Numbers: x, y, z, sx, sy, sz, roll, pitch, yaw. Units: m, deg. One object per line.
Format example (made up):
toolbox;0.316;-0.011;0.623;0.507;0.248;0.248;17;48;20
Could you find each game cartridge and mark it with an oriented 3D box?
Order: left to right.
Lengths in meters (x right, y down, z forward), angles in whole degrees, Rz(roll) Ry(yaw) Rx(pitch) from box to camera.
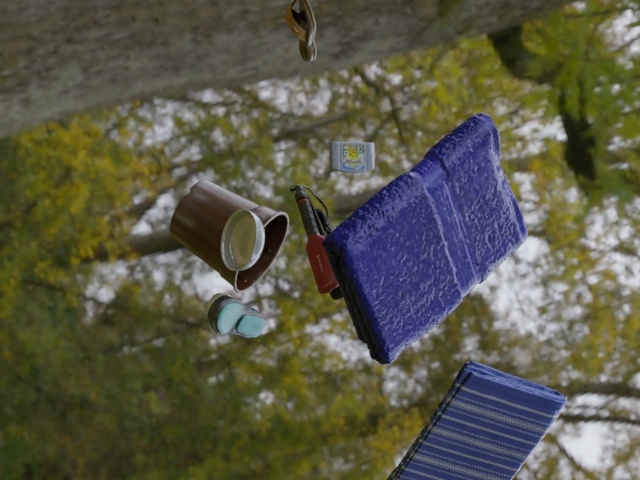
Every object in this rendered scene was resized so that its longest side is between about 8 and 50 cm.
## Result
game cartridge;0.057;-0.149;2.109;0.017;0.083;0.056;-175;-96;-75

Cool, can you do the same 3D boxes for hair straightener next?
hair straightener;0.000;0.000;1.923;0.089;0.047;0.230;30;29;-52

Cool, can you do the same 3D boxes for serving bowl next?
serving bowl;-0.099;0.001;1.564;0.083;0.027;0.083;-19;-115;48

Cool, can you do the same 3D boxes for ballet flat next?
ballet flat;-0.164;0.131;2.080;0.074;0.074;0.203;65;12;20

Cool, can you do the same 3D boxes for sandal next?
sandal;-0.038;-0.383;2.070;0.180;0.049;0.072;88;-13;-53

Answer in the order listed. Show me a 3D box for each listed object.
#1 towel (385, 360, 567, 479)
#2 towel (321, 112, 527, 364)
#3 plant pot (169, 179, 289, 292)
towel;0.301;0.392;2.286;0.336;0.243;0.040;-60;-156;25
towel;0.141;-0.005;1.582;0.076;0.308;0.227;19;-39;47
plant pot;-0.169;-0.018;2.108;0.165;0.167;0.167;32;-33;16
